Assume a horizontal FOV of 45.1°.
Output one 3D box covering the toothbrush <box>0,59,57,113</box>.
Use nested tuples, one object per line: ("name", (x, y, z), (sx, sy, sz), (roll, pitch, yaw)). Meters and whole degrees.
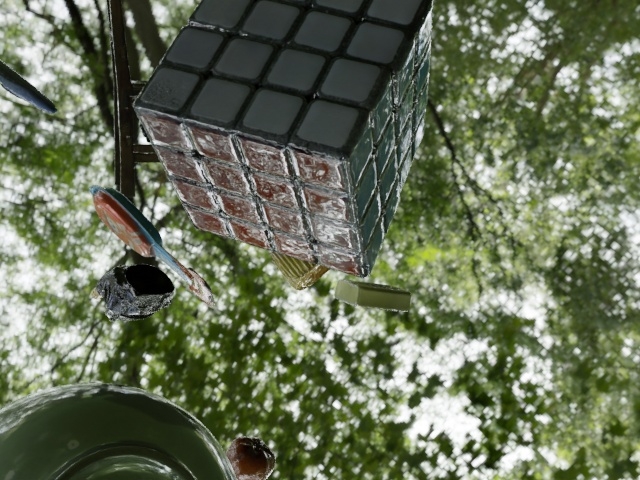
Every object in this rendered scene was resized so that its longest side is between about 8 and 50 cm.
("toothbrush", (-0.554, -0.314, 1.099), (0.413, 0.042, 0.035), (39, -156, -23))

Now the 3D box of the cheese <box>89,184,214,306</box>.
("cheese", (-0.234, 0.004, 1.055), (0.256, 0.106, 0.037), (40, -112, 17))

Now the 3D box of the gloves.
("gloves", (-0.408, 0.121, 1.668), (0.164, 0.203, 0.124), (17, -127, -15))

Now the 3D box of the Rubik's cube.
("Rubik's cube", (-0.033, -0.194, 1.219), (0.343, 0.344, 0.337), (17, -116, 15))

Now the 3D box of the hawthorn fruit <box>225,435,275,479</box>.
("hawthorn fruit", (-0.118, 0.359, 1.214), (0.081, 0.093, 0.081), (28, -169, -6))

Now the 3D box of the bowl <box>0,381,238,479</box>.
("bowl", (-0.221, 0.305, 0.782), (0.353, 0.185, 0.354), (11, -113, -26))

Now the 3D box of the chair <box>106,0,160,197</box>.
("chair", (-0.288, -0.307, 1.508), (0.240, 0.416, 0.203), (-3, -166, -16))

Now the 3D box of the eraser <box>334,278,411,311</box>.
("eraser", (0.136, 0.142, 2.001), (0.172, 0.058, 0.117), (9, -176, -31))

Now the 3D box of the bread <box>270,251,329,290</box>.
("bread", (0.000, 0.000, 1.864), (0.133, 0.250, 0.179), (49, 176, 10))
